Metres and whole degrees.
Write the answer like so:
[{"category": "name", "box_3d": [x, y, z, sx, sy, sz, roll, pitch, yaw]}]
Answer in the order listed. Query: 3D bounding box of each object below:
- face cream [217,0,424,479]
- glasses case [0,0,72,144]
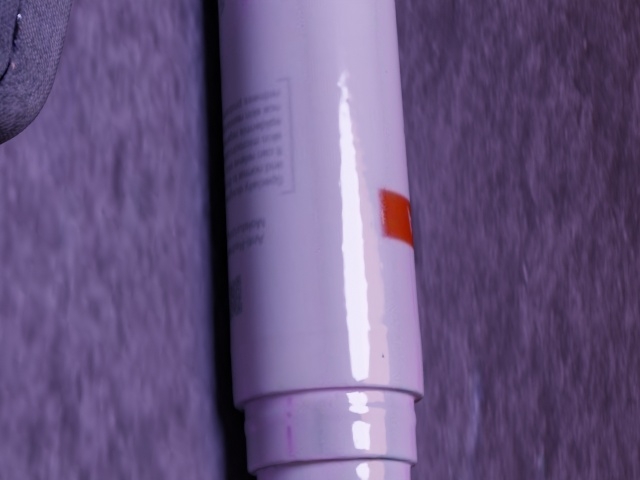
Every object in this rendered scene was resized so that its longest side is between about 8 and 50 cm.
[{"category": "face cream", "box_3d": [0.000, 0.000, 1.020, 0.102, 0.102, 0.346, 21, 63, -61]}, {"category": "glasses case", "box_3d": [-0.149, -0.176, 0.743, 0.074, 0.131, 0.323, 42, 46, -51]}]
